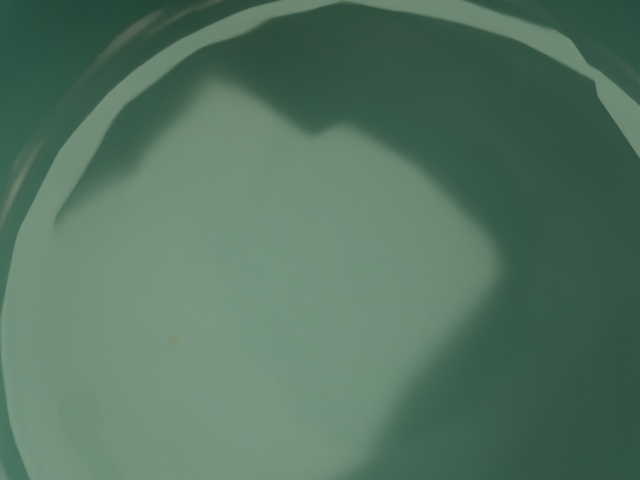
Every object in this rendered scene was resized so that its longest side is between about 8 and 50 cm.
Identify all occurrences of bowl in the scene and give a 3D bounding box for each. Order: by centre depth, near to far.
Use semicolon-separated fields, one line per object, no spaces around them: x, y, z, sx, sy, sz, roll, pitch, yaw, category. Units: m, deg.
0.000;0.000;0.354;0.311;0.163;0.311;-1;75;5;bowl
